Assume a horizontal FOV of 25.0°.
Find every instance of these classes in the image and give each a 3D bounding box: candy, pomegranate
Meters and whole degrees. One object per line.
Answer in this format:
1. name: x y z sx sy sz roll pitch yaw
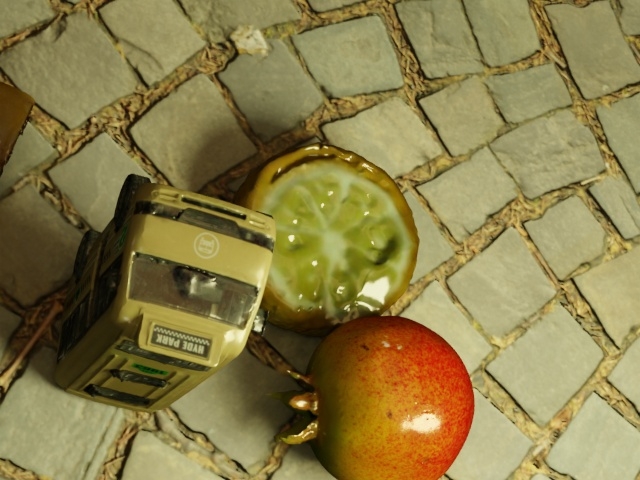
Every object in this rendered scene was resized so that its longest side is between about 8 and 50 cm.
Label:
1. candy: 0.000 0.000 1.870 0.260 0.118 0.259 7 69 -18
2. pomegranate: 0.063 0.203 1.767 0.257 0.221 0.221 -6 73 -18

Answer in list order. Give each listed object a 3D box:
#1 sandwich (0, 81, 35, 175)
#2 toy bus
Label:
1. sandwich: -0.469 -0.103 1.714 0.186 0.108 0.220 25 65 -13
2. toy bus: -0.182 0.071 1.622 0.177 0.365 0.201 16 67 -16
